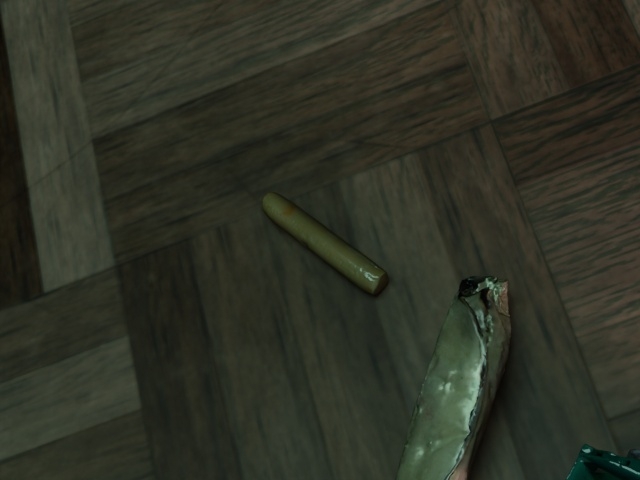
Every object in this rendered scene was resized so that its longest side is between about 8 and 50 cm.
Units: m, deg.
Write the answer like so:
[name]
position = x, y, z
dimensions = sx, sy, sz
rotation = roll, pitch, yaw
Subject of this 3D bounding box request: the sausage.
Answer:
[sausage]
position = 0.000, 0.000, 1.021
dimensions = 0.132, 0.024, 0.024
rotation = 36, 80, 29

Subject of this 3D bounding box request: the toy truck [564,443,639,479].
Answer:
[toy truck]
position = 0.235, 0.200, 0.784
dimensions = 0.216, 0.116, 0.110
rotation = 26, 74, 28

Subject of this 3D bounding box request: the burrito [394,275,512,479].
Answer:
[burrito]
position = 0.090, 0.126, 0.903
dimensions = 0.058, 0.063, 0.230
rotation = 19, 73, 16
